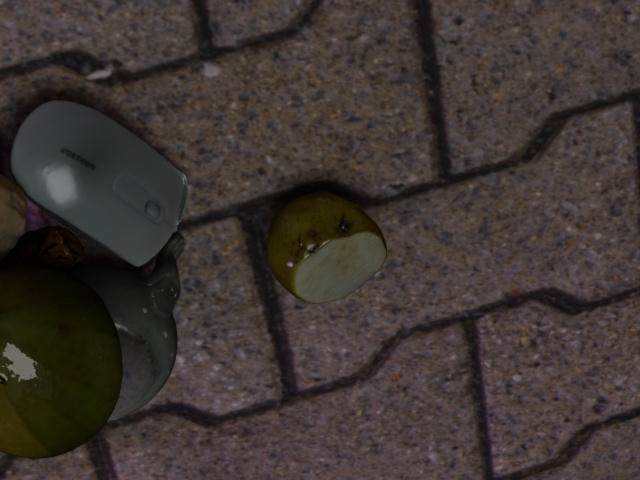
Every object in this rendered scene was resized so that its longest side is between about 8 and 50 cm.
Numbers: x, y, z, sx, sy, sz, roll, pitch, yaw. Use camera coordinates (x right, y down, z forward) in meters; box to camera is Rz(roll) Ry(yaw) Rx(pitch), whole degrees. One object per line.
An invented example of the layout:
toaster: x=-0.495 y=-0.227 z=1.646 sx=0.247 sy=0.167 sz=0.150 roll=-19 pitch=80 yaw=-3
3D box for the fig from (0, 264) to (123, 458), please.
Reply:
fig: x=-0.314 y=0.123 z=1.634 sx=0.203 sy=0.203 sz=0.225 roll=-31 pitch=163 yaw=2

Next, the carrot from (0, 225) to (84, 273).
carrot: x=-0.368 y=0.047 z=1.759 sx=0.229 sy=0.069 sz=0.069 roll=-24 pitch=126 yaw=18

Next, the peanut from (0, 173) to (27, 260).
peanut: x=-0.446 y=-0.002 z=1.675 sx=0.290 sy=0.130 sz=0.130 roll=-10 pitch=124 yaw=9

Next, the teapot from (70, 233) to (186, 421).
teapot: x=-0.264 y=0.115 z=1.826 sx=0.294 sy=0.129 sz=0.193 roll=-39 pitch=122 yaw=10

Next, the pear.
pear: x=0.000 y=0.000 z=1.854 sx=0.141 sy=0.104 sz=0.141 roll=-20 pitch=147 yaw=-13

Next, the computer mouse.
computer mouse: x=-0.239 y=-0.064 z=1.732 sx=0.231 sy=0.079 sz=0.128 roll=30 pitch=80 yaw=-33
